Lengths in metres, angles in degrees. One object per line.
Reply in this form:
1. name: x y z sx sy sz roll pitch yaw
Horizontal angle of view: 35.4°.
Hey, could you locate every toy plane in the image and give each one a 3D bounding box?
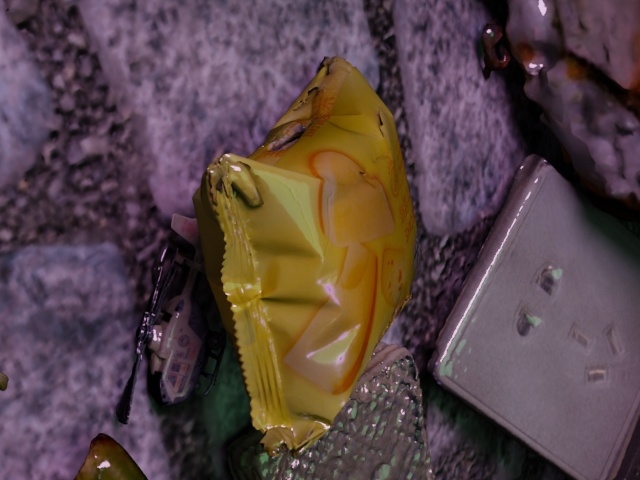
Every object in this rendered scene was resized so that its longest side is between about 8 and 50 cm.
1. toy plane: -0.078 0.045 0.556 0.049 0.031 0.121 18 87 -36

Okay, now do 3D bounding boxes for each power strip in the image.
1. power strip: 0.180 0.065 0.790 0.213 0.064 0.198 37 72 -28

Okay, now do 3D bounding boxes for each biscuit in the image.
1. biscuit: 0.025 0.204 0.674 0.147 0.046 0.250 -29 117 -38

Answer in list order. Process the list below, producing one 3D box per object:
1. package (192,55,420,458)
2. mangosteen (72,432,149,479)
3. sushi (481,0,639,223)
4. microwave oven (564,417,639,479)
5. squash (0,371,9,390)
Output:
1. package: 0.000 0.000 0.559 0.226 0.090 0.168 -52 133 -57
2. mangosteen: -0.082 0.209 0.488 0.194 0.194 0.231 25 54 -44
3. sushi: 0.294 -0.160 0.631 0.176 0.417 0.418 -33 119 -33
4. microwave oven: 0.425 0.179 0.798 0.247 0.394 0.333 40 67 -19
5. squash: -0.210 0.117 0.400 0.095 0.095 0.188 36 77 -42
